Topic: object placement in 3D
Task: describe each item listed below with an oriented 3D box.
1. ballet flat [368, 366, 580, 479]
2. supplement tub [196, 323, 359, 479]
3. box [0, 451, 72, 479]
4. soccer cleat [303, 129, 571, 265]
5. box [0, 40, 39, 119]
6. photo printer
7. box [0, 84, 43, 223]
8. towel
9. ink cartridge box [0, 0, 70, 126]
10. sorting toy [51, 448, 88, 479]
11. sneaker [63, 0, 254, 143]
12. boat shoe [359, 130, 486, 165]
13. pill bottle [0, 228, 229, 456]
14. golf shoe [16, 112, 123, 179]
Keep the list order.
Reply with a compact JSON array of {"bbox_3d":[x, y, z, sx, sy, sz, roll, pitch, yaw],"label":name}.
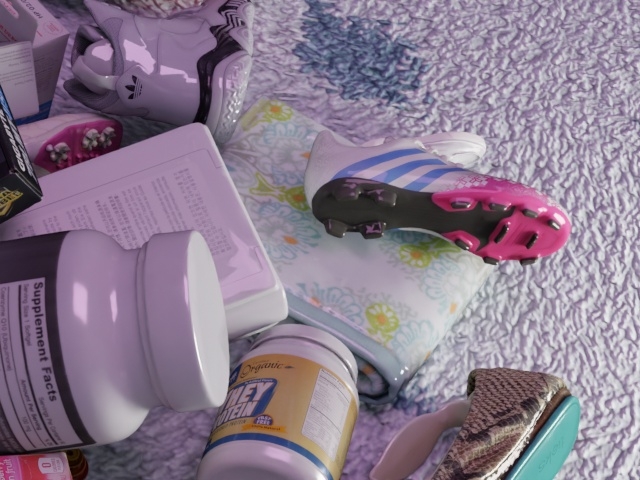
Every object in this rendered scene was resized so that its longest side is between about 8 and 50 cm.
[{"bbox_3d":[0.126,0.290,1.768,0.182,0.164,0.483,13,35,20],"label":"ballet flat"},{"bbox_3d":[-0.040,0.200,1.764,0.144,0.144,0.200,21,44,-3],"label":"supplement tub"},{"bbox_3d":[-0.290,0.355,1.513,0.154,0.142,0.300,-1,49,-23],"label":"box"},{"bbox_3d":[0.140,-0.065,1.995,0.331,0.116,0.143,9,44,-17],"label":"soccer cleat"},{"bbox_3d":[-0.395,-0.180,1.925,0.101,0.087,0.102,4,17,30],"label":"box"},{"bbox_3d":[-0.221,0.030,1.821,0.307,0.107,0.256,-21,62,-11],"label":"photo printer"},{"bbox_3d":[-0.471,-0.095,1.795,0.295,0.073,0.293,-30,58,6],"label":"box"},{"bbox_3d":[0.000,0.000,2.011,0.374,0.090,0.320,33,45,9],"label":"towel"},{"bbox_3d":[-0.362,-0.232,2.009,0.061,0.181,0.104,-28,64,-40],"label":"ink cartridge box"},{"bbox_3d":[-0.260,0.246,1.701,0.061,0.042,0.102,3,48,-21],"label":"sorting toy"},{"bbox_3d":[-0.196,-0.240,2.070,0.210,0.137,0.366,14,23,-9],"label":"sneaker"},{"bbox_3d":[0.136,-0.101,2.185,0.184,0.066,0.063,-2,64,-28],"label":"boat shoe"},{"bbox_3d":[-0.282,0.102,1.613,0.363,0.210,0.210,-9,47,7],"label":"pill bottle"},{"bbox_3d":[-0.365,-0.099,1.937,0.140,0.115,0.306,38,41,26],"label":"golf shoe"}]
